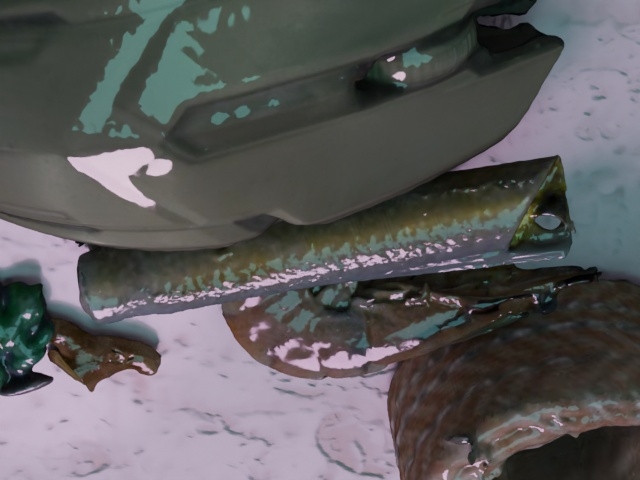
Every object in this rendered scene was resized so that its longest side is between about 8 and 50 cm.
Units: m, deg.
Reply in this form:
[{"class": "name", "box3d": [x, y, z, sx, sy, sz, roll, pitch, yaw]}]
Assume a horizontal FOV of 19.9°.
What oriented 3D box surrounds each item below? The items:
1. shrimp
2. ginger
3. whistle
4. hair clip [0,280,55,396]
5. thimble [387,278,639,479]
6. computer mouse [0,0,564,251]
[{"class": "shrimp", "box3d": [0.054, 0.013, 1.240, 0.254, 0.059, 0.145, -18, 113, 12]}, {"class": "ginger", "box3d": [-0.160, 0.085, 1.271, 0.097, 0.030, 0.048, 18, 121, -21]}, {"class": "whistle", "box3d": [0.000, 0.000, 1.181, 0.326, 0.057, 0.068, -8, 98, 7]}, {"class": "hair clip", "box3d": [-0.270, 0.084, 1.242, 0.195, 0.052, 0.124, -24, 115, 3]}, {"class": "thimble", "box3d": [0.167, 0.141, 1.305, 0.229, 0.148, 0.196, -7, 129, -3]}, {"class": "computer mouse", "box3d": [-0.061, -0.099, 1.076, 0.429, 0.145, 0.228, -10, 126, -4]}]
